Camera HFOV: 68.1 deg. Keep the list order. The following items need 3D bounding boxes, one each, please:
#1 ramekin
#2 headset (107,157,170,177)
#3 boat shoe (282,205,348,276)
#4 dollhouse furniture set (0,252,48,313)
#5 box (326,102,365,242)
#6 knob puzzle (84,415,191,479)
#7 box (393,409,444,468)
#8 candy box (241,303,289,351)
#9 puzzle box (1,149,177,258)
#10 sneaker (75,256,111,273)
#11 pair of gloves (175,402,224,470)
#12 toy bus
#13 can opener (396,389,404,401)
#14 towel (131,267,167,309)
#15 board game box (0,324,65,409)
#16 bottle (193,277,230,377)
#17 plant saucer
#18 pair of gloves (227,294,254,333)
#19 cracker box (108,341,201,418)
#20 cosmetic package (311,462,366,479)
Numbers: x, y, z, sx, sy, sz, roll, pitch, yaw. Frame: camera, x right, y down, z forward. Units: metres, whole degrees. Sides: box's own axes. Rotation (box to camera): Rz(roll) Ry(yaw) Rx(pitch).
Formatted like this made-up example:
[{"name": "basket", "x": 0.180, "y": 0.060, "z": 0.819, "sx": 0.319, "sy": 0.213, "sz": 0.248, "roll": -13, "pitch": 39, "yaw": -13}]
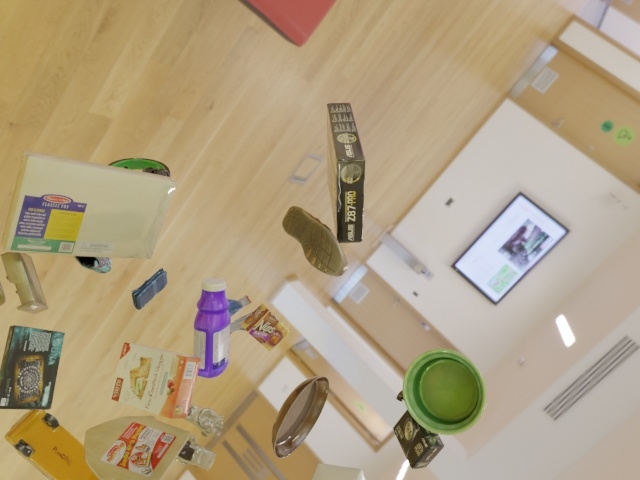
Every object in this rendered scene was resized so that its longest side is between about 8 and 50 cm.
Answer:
[{"name": "ramekin", "x": 0.477, "y": 0.569, "z": 1.800, "sx": 0.303, "sy": 0.303, "sz": 0.148, "roll": -48, "pitch": 152, "yaw": 5}, {"name": "headset", "x": -0.687, "y": -0.233, "z": 1.782, "sx": 0.243, "sy": 0.394, "sz": 0.185, "roll": -4, "pitch": 126, "yaw": -21}, {"name": "boat shoe", "x": 0.000, "y": 0.000, "z": 1.542, "sx": 0.116, "sy": 0.324, "sz": 0.123, "roll": 21, "pitch": 114, "yaw": -47}, {"name": "dollhouse furniture set", "x": -0.894, "y": 0.149, "z": 1.265, "sx": 0.242, "sy": 0.161, "sz": 0.212, "roll": -22, "pitch": 171, "yaw": -15}, {"name": "box", "x": 0.080, "y": -0.233, "z": 1.593, "sx": 0.097, "sy": 0.395, "sz": 0.318, "roll": -2, "pitch": 131, "yaw": -3}, {"name": "knob puzzle", "x": -0.395, "y": 0.433, "z": 0.981, "sx": 0.213, "sy": 0.213, "sz": 0.030, "roll": -19, "pitch": 127, "yaw": -60}, {"name": "box", "x": 0.384, "y": 0.778, "z": 1.877, "sx": 0.077, "sy": 0.180, "sz": 0.147, "roll": 9, "pitch": 124, "yaw": -29}, {"name": "candy box", "x": -0.200, "y": 0.322, "z": 1.745, "sx": 0.109, "sy": 0.053, "sz": 0.187, "roll": -43, "pitch": 142, "yaw": -11}, {"name": "puzzle box", "x": -0.635, "y": -0.084, "z": 1.336, "sx": 0.409, "sy": 0.052, "sz": 0.272, "roll": 7, "pitch": 114, "yaw": -48}, {"name": "sneaker", "x": -0.938, "y": 0.082, "z": 1.926, "sx": 0.104, "sy": 0.125, "sz": 0.262, "roll": -26, "pitch": 147, "yaw": -5}, {"name": "pair of gloves", "x": -0.528, "y": 0.839, "z": 2.030, "sx": 0.042, "sy": 0.204, "sz": 0.240, "roll": -33, "pitch": -145, "yaw": 49}, {"name": "toy bus", "x": -0.732, "y": 0.616, "z": 1.341, "sx": 0.130, "sy": 0.333, "sz": 0.108, "roll": -14, "pitch": -152, "yaw": 43}, {"name": "can opener", "x": 0.403, "y": 0.634, "z": 2.048, "sx": 0.186, "sy": 0.073, "sz": 0.059, "roll": -30, "pitch": 129, "yaw": -39}, {"name": "towel", "x": -0.471, "y": 0.134, "z": 1.309, "sx": 0.119, "sy": 0.029, "sz": 0.067, "roll": -53, "pitch": 162, "yaw": -47}, {"name": "board game box", "x": -0.690, "y": 0.305, "z": 1.129, "sx": 0.026, "sy": 0.186, "sz": 0.126, "roll": -12, "pitch": 156, "yaw": 29}, {"name": "bottle", "x": -0.315, "y": 0.252, "z": 1.381, "sx": 0.118, "sy": 0.092, "sz": 0.283, "roll": -39, "pitch": 135, "yaw": -70}, {"name": "plant saucer", "x": -0.076, "y": 0.604, "z": 1.652, "sx": 0.310, "sy": 0.050, "sz": 0.311, "roll": -42, "pitch": 145, "yaw": -39}, {"name": "pair of gloves", "x": -0.312, "y": 0.282, "z": 1.813, "sx": 0.159, "sy": 0.198, "sz": 0.023, "roll": -19, "pitch": 134, "yaw": -32}, {"name": "cracker box", "x": -0.447, "y": 0.372, "z": 1.273, "sx": 0.067, "sy": 0.232, "sz": 0.156, "roll": 35, "pitch": 63, "yaw": -60}, {"name": "cosmetic package", "x": 0.020, "y": 0.854, "z": 1.312, "sx": 0.385, "sy": 0.156, "sz": 0.217, "roll": -55, "pitch": 133, "yaw": -50}]
